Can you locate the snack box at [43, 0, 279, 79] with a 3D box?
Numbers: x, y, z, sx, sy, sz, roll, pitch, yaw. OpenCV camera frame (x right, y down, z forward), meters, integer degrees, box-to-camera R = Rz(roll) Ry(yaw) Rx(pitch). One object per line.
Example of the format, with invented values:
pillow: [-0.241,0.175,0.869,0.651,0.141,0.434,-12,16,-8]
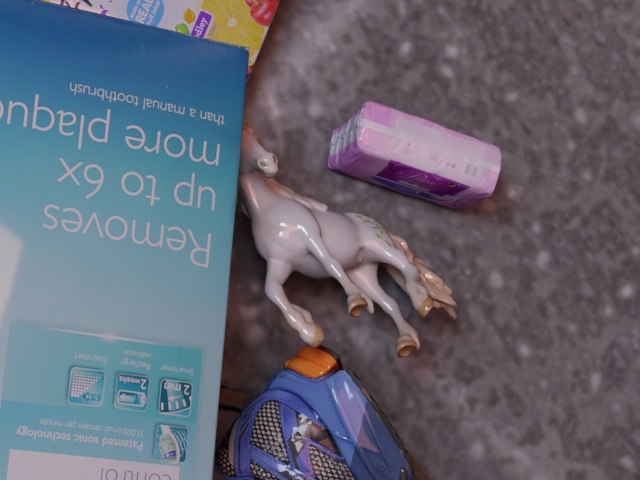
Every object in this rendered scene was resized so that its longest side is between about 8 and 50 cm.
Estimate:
snack box: [-0.093,-0.135,0.798,0.141,0.037,0.100,25,72,-13]

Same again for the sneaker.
sneaker: [0.026,0.163,0.770,0.087,0.083,0.221,-34,86,-9]

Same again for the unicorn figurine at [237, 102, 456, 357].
unicorn figurine: [0.000,0.000,0.770,0.060,0.162,0.111,-37,58,12]

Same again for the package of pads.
package of pads: [0.050,-0.044,0.824,0.083,0.050,0.032,18,74,-15]

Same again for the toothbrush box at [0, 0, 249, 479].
toothbrush box: [-0.163,0.046,0.683,0.216,0.126,0.295,11,77,-24]
